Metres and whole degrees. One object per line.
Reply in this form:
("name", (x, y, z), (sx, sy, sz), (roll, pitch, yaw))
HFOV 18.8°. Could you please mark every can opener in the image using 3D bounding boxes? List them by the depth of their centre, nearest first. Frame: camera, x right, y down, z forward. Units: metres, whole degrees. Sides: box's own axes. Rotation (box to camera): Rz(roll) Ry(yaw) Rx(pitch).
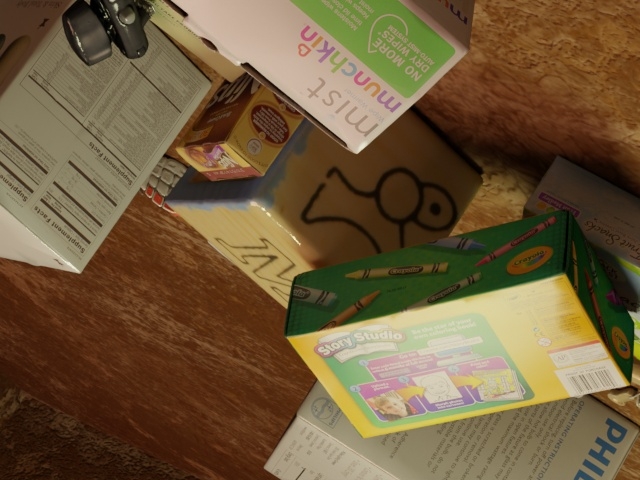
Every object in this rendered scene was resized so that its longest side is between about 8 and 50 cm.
("can opener", (-0.183, -0.215, 1.620), (0.059, 0.073, 0.186), (35, 156, 25))

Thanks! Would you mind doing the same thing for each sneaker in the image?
("sneaker", (-0.162, -0.047, 2.417), (0.158, 0.061, 0.065), (33, 169, 4))

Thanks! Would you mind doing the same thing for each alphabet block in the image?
("alphabet block", (0.004, -0.049, 1.903), (0.197, 0.192, 0.193), (43, 162, -24))

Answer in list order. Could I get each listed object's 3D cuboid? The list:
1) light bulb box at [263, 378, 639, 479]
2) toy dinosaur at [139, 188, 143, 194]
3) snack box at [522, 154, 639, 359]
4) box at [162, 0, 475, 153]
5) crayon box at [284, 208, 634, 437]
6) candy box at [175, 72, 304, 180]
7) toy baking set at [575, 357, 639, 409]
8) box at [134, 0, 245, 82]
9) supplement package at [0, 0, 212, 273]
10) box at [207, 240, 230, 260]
("light bulb box", (0.151, 0.261, 2.399), (0.361, 0.225, 0.358), (32, 162, 2))
("toy dinosaur", (-0.343, -0.179, 2.345), (0.160, 0.121, 0.313), (-4, 136, 44))
("snack box", (0.275, 0.026, 1.816), (0.174, 0.070, 0.207), (29, 160, 15))
("box", (-0.023, -0.227, 1.367), (0.262, 0.231, 0.127), (39, 119, -16))
("crayon box", (0.127, 0.081, 1.766), (0.278, 0.081, 0.165), (-14, 134, 24))
("candy box", (-0.041, -0.141, 1.734), (0.053, 0.187, 0.109), (40, 161, -22))
("toy baking set", (0.319, 0.156, 2.148), (0.256, 0.030, 0.197), (28, 162, 18))
("box", (-0.095, -0.265, 1.620), (0.213, 0.117, 0.243), (37, 163, -10))
("supplement package", (-0.300, -0.133, 2.085), (0.199, 0.263, 0.198), (9, 150, 52))
("box", (0.000, 0.000, 2.151), (0.182, 0.119, 0.181), (38, 162, -15))
